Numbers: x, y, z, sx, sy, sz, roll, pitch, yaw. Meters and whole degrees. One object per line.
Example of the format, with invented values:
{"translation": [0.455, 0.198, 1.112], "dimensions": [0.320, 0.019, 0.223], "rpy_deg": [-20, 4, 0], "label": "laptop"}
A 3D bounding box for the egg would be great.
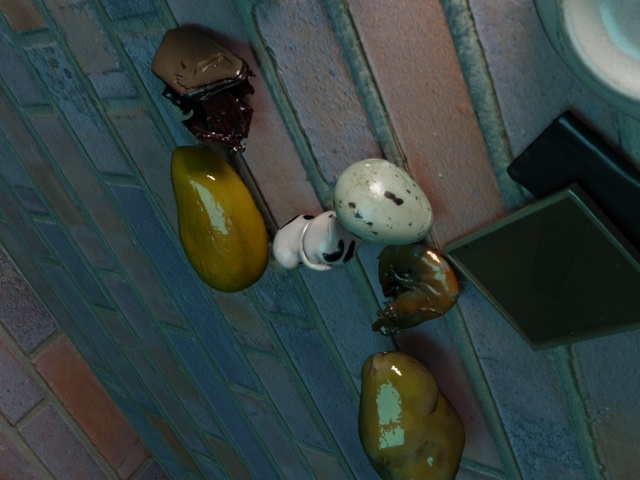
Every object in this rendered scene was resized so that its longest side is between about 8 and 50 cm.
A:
{"translation": [0.100, -0.057, 1.205], "dimensions": [0.164, 0.131, 0.131], "rpy_deg": [19, 146, -5], "label": "egg"}

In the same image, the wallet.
{"translation": [0.383, -0.037, 1.006], "dimensions": [0.285, 0.030, 0.146], "rpy_deg": [41, 145, 3], "label": "wallet"}

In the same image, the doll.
{"translation": [-0.004, 0.003, 1.400], "dimensions": [0.180, 0.110, 0.107], "rpy_deg": [-4, 86, 51], "label": "doll"}

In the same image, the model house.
{"translation": [-0.191, -0.255, 1.326], "dimensions": [0.203, 0.141, 0.164], "rpy_deg": [48, 177, 34], "label": "model house"}

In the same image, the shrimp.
{"translation": [0.141, 0.090, 1.380], "dimensions": [0.152, 0.063, 0.287], "rpy_deg": [46, 144, 0], "label": "shrimp"}

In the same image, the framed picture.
{"translation": [0.338, 0.054, 1.134], "dimensions": [0.240, 0.020, 0.324], "rpy_deg": [46, 153, -4], "label": "framed picture"}

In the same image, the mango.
{"translation": [-0.196, -0.031, 1.540], "dimensions": [0.195, 0.142, 0.332], "rpy_deg": [20, 138, 25], "label": "mango"}

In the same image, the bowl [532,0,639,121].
{"translation": [0.329, -0.233, 0.662], "dimensions": [0.434, 0.196, 0.435], "rpy_deg": [32, 146, 25], "label": "bowl"}

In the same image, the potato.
{"translation": [0.170, 0.353, 1.524], "dimensions": [0.218, 0.202, 0.351], "rpy_deg": [-114, 3, -65], "label": "potato"}
